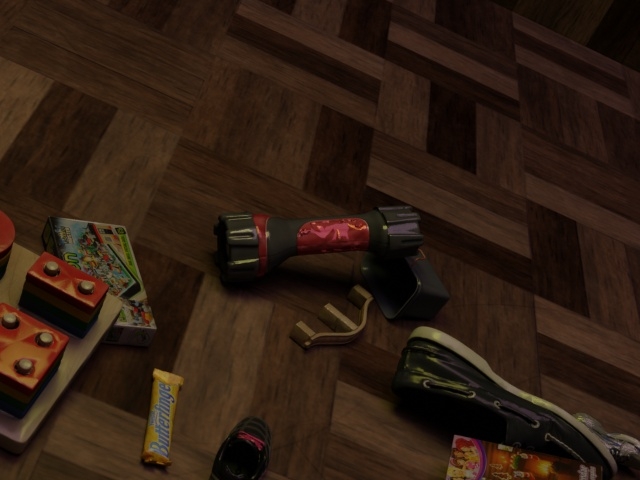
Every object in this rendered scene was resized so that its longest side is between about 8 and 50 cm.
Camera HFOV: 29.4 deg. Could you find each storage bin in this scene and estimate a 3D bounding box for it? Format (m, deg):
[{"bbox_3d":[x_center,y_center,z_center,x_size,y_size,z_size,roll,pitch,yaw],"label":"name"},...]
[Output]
[{"bbox_3d":[0.141,0.058,1.908,0.091,0.098,0.135,16,32,-38],"label":"storage bin"}]

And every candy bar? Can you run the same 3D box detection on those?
[{"bbox_3d":[-0.192,0.216,1.480,0.040,0.018,0.161,20,32,-14],"label":"candy bar"}]

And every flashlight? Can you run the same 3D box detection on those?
[{"bbox_3d":[0.000,0.000,1.790,0.304,0.103,0.103,-4,68,-16],"label":"flashlight"}]

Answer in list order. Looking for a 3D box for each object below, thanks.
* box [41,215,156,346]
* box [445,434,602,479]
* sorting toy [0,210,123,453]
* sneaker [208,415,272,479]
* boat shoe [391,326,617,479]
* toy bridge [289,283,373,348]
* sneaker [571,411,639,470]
[{"bbox_3d":[-0.295,0.053,1.615,0.114,0.036,0.207,8,37,-30],"label":"box"},{"bbox_3d":[0.242,0.369,1.506,0.201,0.057,0.293,10,31,8],"label":"box"},{"bbox_3d":[-0.389,0.077,1.415,0.255,0.089,0.257,28,41,1],"label":"sorting toy"},{"bbox_3d":[-0.089,0.256,1.448,0.063,0.074,0.170,30,31,2],"label":"sneaker"},{"bbox_3d":[0.245,0.258,1.682,0.340,0.127,0.113,37,61,0],"label":"boat shoe"},{"bbox_3d":[0.027,0.120,1.783,0.063,0.026,0.188,39,33,14],"label":"toy bridge"},{"bbox_3d":[0.423,0.312,1.807,0.135,0.052,0.058,25,41,9],"label":"sneaker"}]
